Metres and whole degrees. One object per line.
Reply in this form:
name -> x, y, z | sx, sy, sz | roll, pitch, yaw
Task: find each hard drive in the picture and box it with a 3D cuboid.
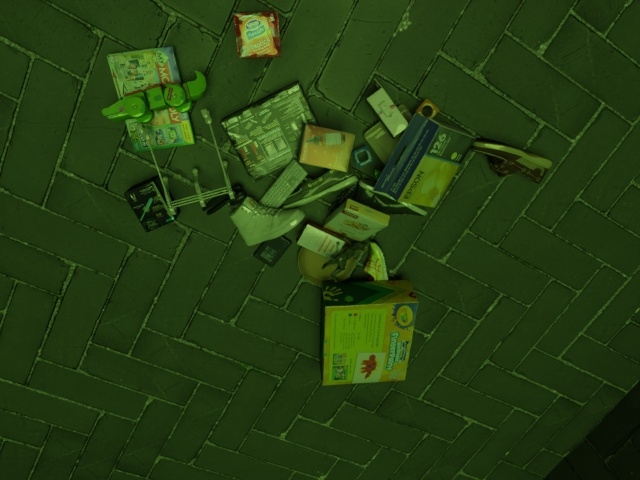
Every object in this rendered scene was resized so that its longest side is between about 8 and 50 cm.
hard drive -> -0.190, 0.032, 1.767 | 0.094, 0.022, 0.135 | 34, 106, -18

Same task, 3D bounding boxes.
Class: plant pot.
plant pot -> 0.025, 0.074, 1.804 | 0.236, 0.032, 0.237 | -2, 114, -5

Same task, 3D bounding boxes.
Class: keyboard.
keyboard -> -0.143, -0.185, 1.624 | 0.072, 0.014, 0.256 | 49, 125, 5

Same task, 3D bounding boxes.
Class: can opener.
can opener -> -0.362, -0.152, 1.652 | 0.185, 0.073, 0.059 | -23, 122, 14

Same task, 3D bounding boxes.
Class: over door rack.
over door rack -> -0.451, -0.273, 1.534 | 0.239, 0.108, 0.325 | -16, 114, -5

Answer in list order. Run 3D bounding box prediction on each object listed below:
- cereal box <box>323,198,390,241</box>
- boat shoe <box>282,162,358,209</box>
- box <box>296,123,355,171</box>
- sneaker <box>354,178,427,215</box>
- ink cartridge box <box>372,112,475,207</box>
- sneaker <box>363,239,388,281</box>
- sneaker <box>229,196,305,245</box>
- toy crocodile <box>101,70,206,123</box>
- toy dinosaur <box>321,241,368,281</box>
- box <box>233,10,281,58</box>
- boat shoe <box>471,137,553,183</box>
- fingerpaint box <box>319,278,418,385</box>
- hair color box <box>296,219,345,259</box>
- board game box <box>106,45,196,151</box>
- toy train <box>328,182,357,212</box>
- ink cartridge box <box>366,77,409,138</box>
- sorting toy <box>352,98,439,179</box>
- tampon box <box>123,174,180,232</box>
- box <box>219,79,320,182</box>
cereal box -> 0.128, -0.069, 1.655 | 0.172, 0.240, 0.048 | 21, 70, -13
boat shoe -> -0.015, -0.200, 1.645 | 0.304, 0.109, 0.091 | -22, 89, 13
box -> 0.015, -0.313, 1.507 | 0.170, 0.091, 0.130 | 9, 101, -12
sneaker -> 0.257, -0.121, 1.712 | 0.295, 0.105, 0.147 | 19, 115, -11
ink cartridge box -> 0.376, -0.271, 1.585 | 0.307, 0.072, 0.304 | 2, 126, -41
sneaker -> 0.218, 0.097, 1.808 | 0.094, 0.081, 0.209 | -13, 115, 2
sneaker -> -0.210, -0.094, 1.626 | 0.292, 0.108, 0.169 | -20, 114, 30
toy crocodile -> -0.527, -0.453, 1.423 | 0.340, 0.115, 0.105 | -16, 95, -1
toy dinosaur -> 0.077, 0.088, 1.724 | 0.268, 0.064, 0.118 | -29, 144, -40
box -> -0.188, -0.628, 1.352 | 0.128, 0.257, 0.123 | -4, 116, -4
boat shoe -> 0.708, -0.293, 1.673 | 0.341, 0.123, 0.123 | 12, 111, -18
fingerpaint box -> 0.187, 0.388, 1.863 | 0.370, 0.163, 0.446 | -2, 122, -5
hair color box -> 0.000, 0.000, 1.723 | 0.167, 0.053, 0.093 | 26, 108, -15
board game box -> -0.562, -0.472, 1.497 | 0.213, 0.046, 0.318 | -9, 114, -1
toy train -> 0.089, -0.168, 1.708 | 0.036, 0.027, 0.158 | 35, 106, -22
ink cartridge box -> 0.220, -0.449, 1.524 | 0.067, 0.115, 0.198 | -35, 92, 11
sorting toy -> 0.285, -0.364, 1.619 | 0.347, 0.047, 0.196 | -36, 96, 11
tampon box -> -0.606, -0.136, 1.607 | 0.120, 0.101, 0.161 | -21, 113, 3
box -> -0.159, -0.380, 1.562 | 0.307, 0.077, 0.243 | -26, 114, 5
